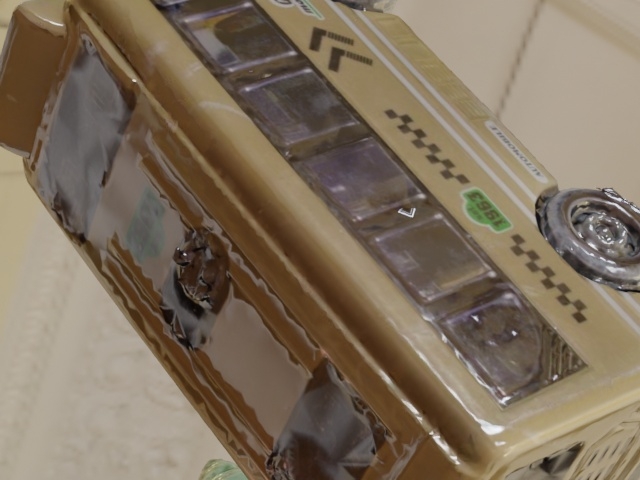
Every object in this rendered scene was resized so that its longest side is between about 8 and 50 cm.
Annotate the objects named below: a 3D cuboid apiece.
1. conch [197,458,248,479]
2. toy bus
[{"bbox_3d":[-0.049,0.238,1.125,0.176,0.122,0.188,-45,-160,38],"label":"conch"},{"bbox_3d":[0.000,0.000,0.668,0.289,0.157,0.139,51,-45,25],"label":"toy bus"}]
